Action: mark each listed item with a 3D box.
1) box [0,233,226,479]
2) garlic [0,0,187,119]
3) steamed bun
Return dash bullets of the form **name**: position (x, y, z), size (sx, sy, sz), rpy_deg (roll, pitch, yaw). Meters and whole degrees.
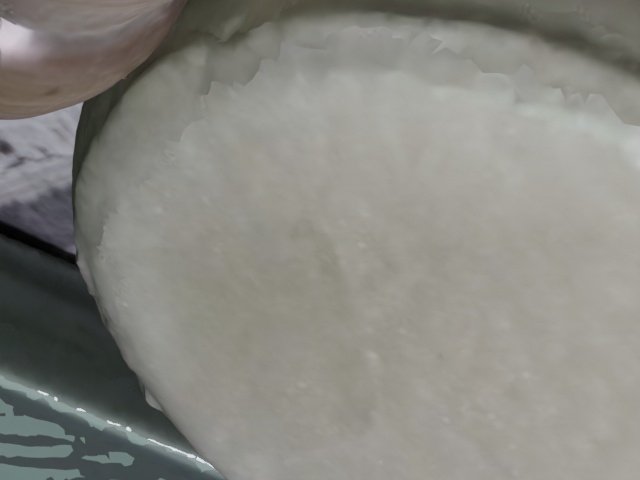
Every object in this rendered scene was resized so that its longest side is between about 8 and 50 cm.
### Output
- **box**: position (-0.234, 0.136, 0.968), size (0.396, 0.111, 0.396), rpy_deg (24, 134, -14)
- **garlic**: position (-0.090, -0.148, 0.512), size (0.228, 0.152, 0.228), rpy_deg (17, 115, 40)
- **steamed bun**: position (0.067, -0.017, 0.625), size (0.283, 0.177, 0.283), rpy_deg (13, 137, 13)
